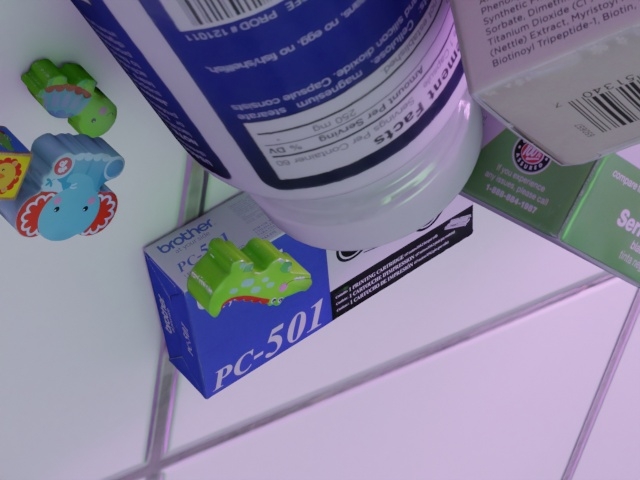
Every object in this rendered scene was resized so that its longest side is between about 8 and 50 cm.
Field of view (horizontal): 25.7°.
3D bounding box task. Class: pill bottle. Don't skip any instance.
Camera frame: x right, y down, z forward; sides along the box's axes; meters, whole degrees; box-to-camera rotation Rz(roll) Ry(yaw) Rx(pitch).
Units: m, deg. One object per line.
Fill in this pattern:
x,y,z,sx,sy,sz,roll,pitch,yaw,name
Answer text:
-0.019,-0.110,0.606,0.153,0.153,0.264,-42,146,-7,pill bottle

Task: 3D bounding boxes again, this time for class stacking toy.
-0.132,-0.019,0.563,0.221,0.167,0.052,0,124,-48,stacking toy

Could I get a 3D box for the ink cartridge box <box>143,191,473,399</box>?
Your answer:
0.000,0.000,0.829,0.207,0.046,0.097,-30,141,-22,ink cartridge box

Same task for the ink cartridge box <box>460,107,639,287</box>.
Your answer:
0.143,-0.111,0.733,0.093,0.160,0.219,25,95,-43,ink cartridge box

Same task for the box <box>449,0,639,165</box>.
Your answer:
0.098,-0.178,0.550,0.113,0.275,0.094,-19,156,27,box
